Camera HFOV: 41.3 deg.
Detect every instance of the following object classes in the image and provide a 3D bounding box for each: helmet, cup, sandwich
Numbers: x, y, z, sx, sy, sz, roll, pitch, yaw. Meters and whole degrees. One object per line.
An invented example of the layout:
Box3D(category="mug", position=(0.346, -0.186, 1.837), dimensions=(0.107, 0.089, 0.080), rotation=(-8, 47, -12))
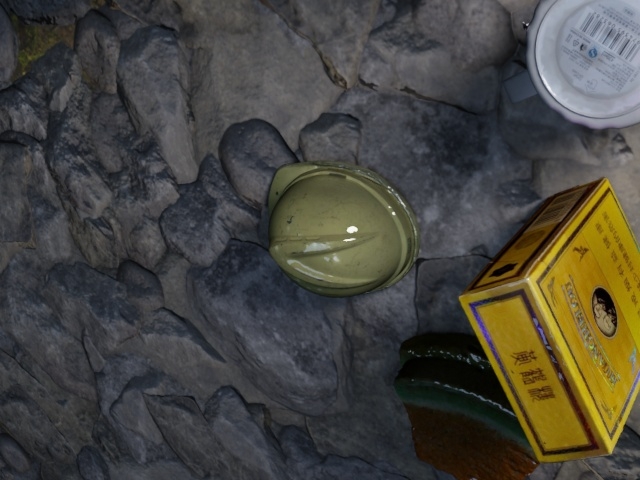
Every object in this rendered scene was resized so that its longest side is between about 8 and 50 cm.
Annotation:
Box3D(category="helmet", position=(-0.005, 0.001, 1.186), dimensions=(0.257, 0.137, 0.204), rotation=(10, 118, 31))
Box3D(category="cup", position=(0.292, -0.184, 0.843), dimensions=(0.167, 0.202, 0.221), rotation=(41, 129, 14))
Box3D(category="sandwich", position=(0.216, 0.243, 1.170), dimensions=(0.292, 0.109, 0.212), rotation=(36, 128, 15))

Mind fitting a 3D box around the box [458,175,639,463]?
Box3D(category="box", position=(0.276, 0.073, 0.915), dimensions=(0.084, 0.301, 0.193), rotation=(-23, 98, 38))
